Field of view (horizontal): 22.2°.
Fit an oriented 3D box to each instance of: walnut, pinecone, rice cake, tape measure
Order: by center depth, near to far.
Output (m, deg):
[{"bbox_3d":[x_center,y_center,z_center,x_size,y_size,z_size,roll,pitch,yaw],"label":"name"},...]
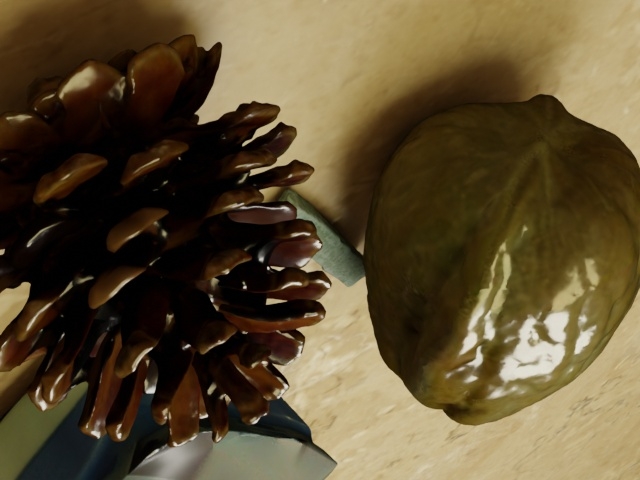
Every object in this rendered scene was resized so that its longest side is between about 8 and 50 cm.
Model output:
[{"bbox_3d":[-0.112,0.013,1.029,0.264,0.264,0.264,-27,150,-17],"label":"pinecone"},{"bbox_3d":[0.147,0.012,1.338,0.283,0.227,0.283,22,90,-84],"label":"walnut"},{"bbox_3d":[-0.001,0.000,1.355,0.033,0.029,0.171,-37,152,7],"label":"rice cake"},{"bbox_3d":[-0.159,0.196,1.358,0.262,0.138,0.259,-44,149,13],"label":"tape measure"}]
